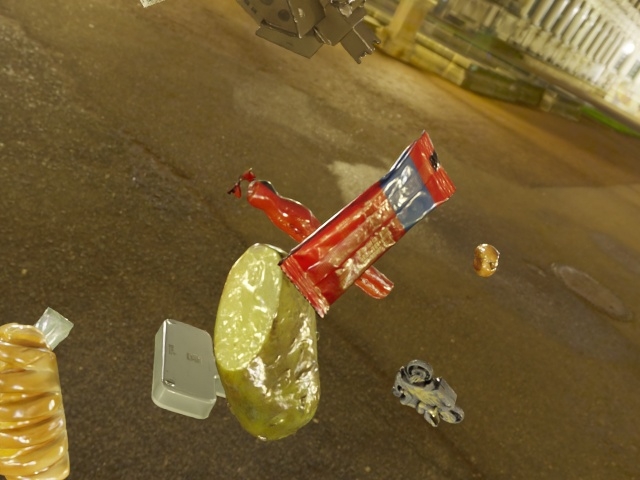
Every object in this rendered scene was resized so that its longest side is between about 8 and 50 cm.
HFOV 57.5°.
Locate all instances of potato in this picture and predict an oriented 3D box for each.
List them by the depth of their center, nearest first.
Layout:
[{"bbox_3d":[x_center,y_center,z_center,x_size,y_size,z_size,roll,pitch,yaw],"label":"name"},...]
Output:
[{"bbox_3d":[-0.080,0.154,0.881,0.141,0.299,0.176,-7,1,24],"label":"potato"}]

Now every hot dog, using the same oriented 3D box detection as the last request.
[{"bbox_3d":[0.458,0.055,1.615,0.060,0.090,0.140,9,3,-3],"label":"hot dog"}]

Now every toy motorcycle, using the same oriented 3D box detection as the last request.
[{"bbox_3d":[0.208,0.315,1.198,0.193,0.124,0.061,54,43,-24],"label":"toy motorcycle"}]

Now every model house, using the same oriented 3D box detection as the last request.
[{"bbox_3d":[-0.008,-0.390,0.962,0.243,0.211,0.204,45,48,-11],"label":"model house"}]

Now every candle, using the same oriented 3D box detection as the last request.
[{"bbox_3d":[0.000,0.000,0.904,0.329,0.051,0.048,38,60,-27],"label":"candle"}]

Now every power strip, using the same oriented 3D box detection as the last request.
[{"bbox_3d":[-0.264,0.283,1.261,0.193,0.059,0.265,25,15,-21],"label":"power strip"}]

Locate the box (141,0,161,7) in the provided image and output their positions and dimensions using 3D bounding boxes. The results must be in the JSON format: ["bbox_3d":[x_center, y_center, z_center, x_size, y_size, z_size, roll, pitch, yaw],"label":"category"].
[{"bbox_3d":[-0.319,-0.493,1.149,0.054,0.083,0.024,-39,106,-29],"label":"box"}]

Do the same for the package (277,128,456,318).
[{"bbox_3d":[0.052,-0.016,0.575,0.022,0.200,0.083,32,-19,53],"label":"package"}]

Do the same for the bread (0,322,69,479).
[{"bbox_3d":[-0.584,0.316,1.121,0.172,0.312,0.121,-3,8,32],"label":"bread"}]

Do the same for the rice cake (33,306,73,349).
[{"bbox_3d":[-0.764,0.289,1.549,0.085,0.226,0.040,43,-7,-27],"label":"rice cake"}]
